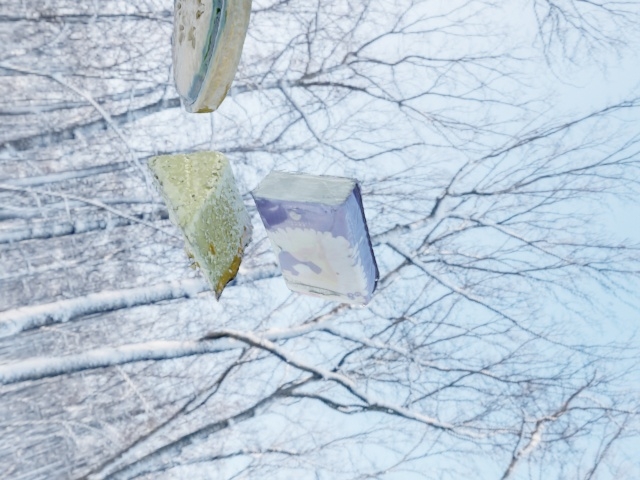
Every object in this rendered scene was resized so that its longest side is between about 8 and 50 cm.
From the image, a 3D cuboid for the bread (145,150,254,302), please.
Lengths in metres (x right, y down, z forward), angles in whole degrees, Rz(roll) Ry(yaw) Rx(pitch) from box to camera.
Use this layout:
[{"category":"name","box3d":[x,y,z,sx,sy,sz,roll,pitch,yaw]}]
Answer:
[{"category":"bread","box3d":[-0.325,-0.038,1.326,0.279,0.315,0.248,3,-52,17]}]

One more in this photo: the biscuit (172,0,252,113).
[{"category":"biscuit","box3d":[-0.183,-0.376,0.855,0.344,0.057,0.287,-59,-135,44]}]

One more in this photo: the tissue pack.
[{"category":"tissue pack","box3d":[0.000,0.000,1.343,0.242,0.125,0.344,8,-43,26]}]
